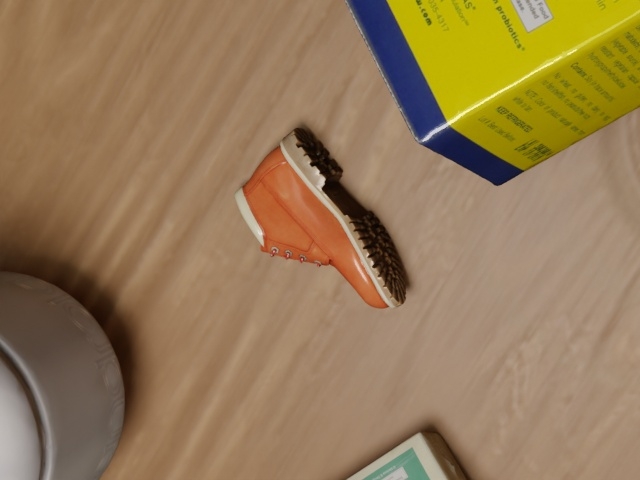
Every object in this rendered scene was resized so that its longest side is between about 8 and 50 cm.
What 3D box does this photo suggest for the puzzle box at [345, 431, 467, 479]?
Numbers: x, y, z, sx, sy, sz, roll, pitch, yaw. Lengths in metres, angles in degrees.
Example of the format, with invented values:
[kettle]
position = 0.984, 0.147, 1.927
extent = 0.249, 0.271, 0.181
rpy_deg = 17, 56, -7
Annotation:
[puzzle box]
position = -0.008, 0.369, 1.431
extent = 0.409, 0.052, 0.272
rpy_deg = -35, 71, 16

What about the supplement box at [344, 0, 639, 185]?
[supplement box]
position = 0.204, -0.215, 1.245
extent = 0.356, 0.194, 0.195
rpy_deg = -29, 73, 15

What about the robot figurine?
[robot figurine]
position = -0.269, 0.133, 1.344
extent = 0.200, 0.353, 0.300
rpy_deg = -24, 92, 15

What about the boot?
[boot]
position = 0.000, 0.000, 1.419
extent = 0.084, 0.059, 0.158
rpy_deg = -40, 79, 18
